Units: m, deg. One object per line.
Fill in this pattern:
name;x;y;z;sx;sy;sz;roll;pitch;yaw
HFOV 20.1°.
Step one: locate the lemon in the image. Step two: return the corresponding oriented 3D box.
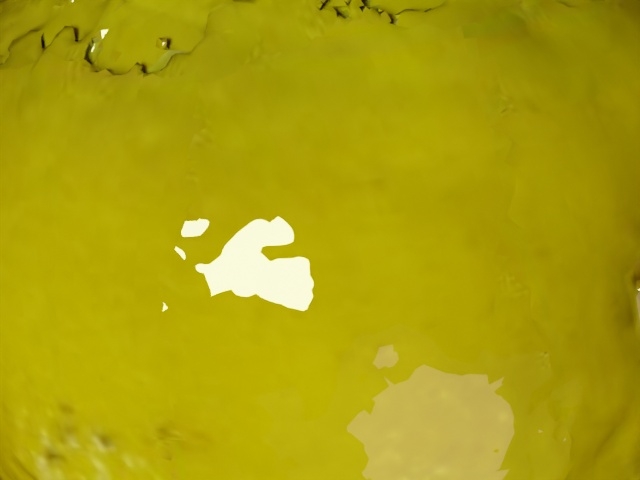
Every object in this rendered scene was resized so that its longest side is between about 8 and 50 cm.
lemon;-0.001;0.000;0.630;0.297;0.297;0.297;-15;149;-10
